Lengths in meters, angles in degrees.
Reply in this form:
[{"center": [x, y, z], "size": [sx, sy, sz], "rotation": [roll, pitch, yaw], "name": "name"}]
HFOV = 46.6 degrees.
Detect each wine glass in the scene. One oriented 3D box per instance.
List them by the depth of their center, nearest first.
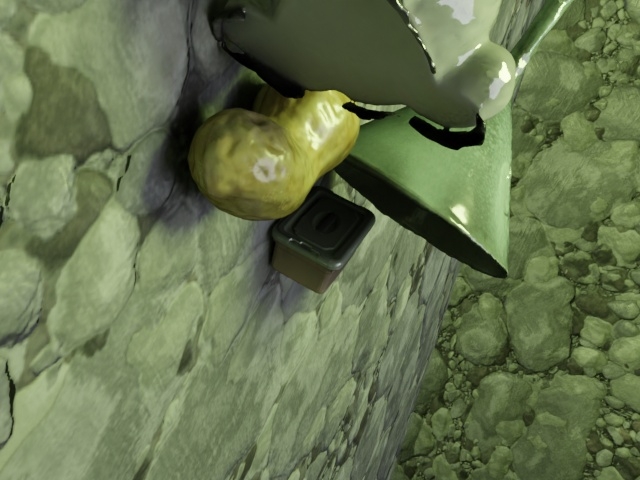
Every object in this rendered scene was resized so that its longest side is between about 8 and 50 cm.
[{"center": [0.213, -0.187, 0.843], "size": [0.406, 0.267, 0.267], "rotation": [-54, 163, 1], "name": "wine glass"}]

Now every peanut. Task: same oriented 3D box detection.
[{"center": [-0.035, -0.083, 0.640], "size": [0.103, 0.098, 0.229], "rotation": [58, 36, -13], "name": "peanut"}]

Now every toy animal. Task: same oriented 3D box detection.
[{"center": [0.075, -0.274, 0.585], "size": [0.258, 0.194, 0.357], "rotation": [37, 65, -25], "name": "toy animal"}]

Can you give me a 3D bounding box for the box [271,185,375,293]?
[{"center": [0.000, 0.000, 0.857], "size": [0.122, 0.089, 0.062], "rotation": [-50, 164, -48], "name": "box"}]
